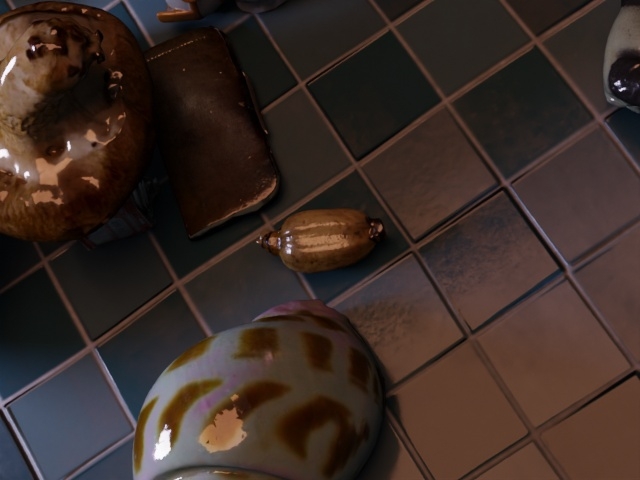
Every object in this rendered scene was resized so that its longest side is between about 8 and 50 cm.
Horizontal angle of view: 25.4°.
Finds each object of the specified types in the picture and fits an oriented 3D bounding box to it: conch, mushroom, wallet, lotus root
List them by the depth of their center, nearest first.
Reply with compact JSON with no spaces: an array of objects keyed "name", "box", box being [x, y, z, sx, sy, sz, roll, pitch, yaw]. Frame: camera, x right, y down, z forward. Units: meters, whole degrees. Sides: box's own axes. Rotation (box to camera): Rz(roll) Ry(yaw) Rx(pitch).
[{"name":"conch","box":[-0.072,0.226,1.472,0.249,0.197,0.368,18,84,-1]},{"name":"mushroom","box":[-0.308,-0.153,1.540,0.267,0.254,0.267,-12,41,10]},{"name":"lotus root","box":[0.000,0.000,1.590,0.152,0.063,0.072,-3,99,8]},{"name":"wallet","box":[-0.134,-0.134,1.687,0.137,0.031,0.255,-23,69,7]}]

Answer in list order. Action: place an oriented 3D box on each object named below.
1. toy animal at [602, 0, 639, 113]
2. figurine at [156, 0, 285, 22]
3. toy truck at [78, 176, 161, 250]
[{"name":"toy animal","box":[0.380,-0.235,1.551,0.121,0.094,0.225,8,76,27]},{"name":"figurine","box":[-0.122,-0.329,1.691,0.271,0.143,0.143,8,75,19]},{"name":"toy truck","box":[-0.284,-0.127,1.681,0.135,0.114,0.270,-20,68,5]}]
